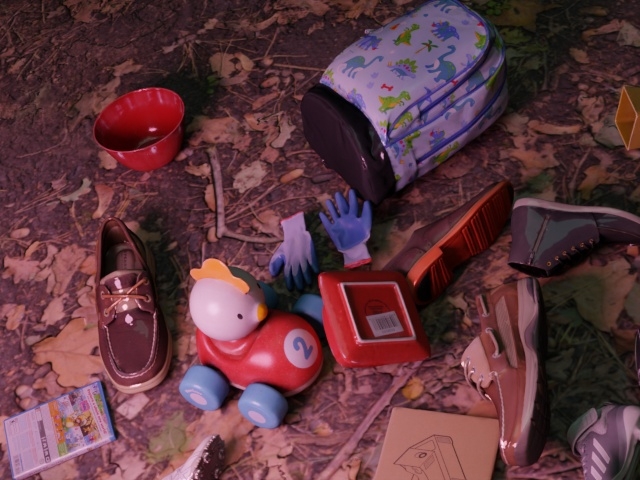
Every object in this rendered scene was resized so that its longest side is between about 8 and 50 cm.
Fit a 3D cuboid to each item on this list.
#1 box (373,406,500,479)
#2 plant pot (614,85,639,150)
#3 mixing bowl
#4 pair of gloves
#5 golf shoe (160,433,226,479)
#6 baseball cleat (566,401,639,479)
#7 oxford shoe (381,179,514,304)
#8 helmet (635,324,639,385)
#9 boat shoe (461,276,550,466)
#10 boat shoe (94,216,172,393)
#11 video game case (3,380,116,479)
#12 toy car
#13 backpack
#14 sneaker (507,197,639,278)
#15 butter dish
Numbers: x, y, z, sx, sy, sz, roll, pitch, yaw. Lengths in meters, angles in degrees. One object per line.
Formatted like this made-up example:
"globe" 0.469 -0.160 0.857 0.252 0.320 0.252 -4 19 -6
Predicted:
"box" 0.157 0.330 1.501 0.164 0.021 0.201 5 51 20
"plant pot" 0.563 -0.212 1.847 0.083 0.082 0.081 -4 46 -4
"mixing bowl" -0.334 -0.199 2.073 0.181 0.098 0.181 -9 46 9
"pair of gloves" 0.000 0.000 1.814 0.198 0.023 0.159 -21 52 15
"golf shoe" -0.204 0.350 1.557 0.086 0.069 0.176 8 50 30
"baseball cleat" 0.371 0.306 1.442 0.109 0.072 0.206 6 44 39
"oxford shoe" 0.209 -0.015 1.755 0.271 0.097 0.098 -41 45 -21
"helmet" 0.512 0.150 1.480 0.169 0.169 0.162 5 67 20
"boat shoe" 0.265 0.188 1.543 0.116 0.123 0.324 -6 38 16
"boat shoe" -0.325 0.096 1.781 0.123 0.123 0.342 -15 46 2
"video game case" -0.412 0.298 1.695 0.166 0.015 0.119 -23 46 -5
"toy car" -0.113 0.119 1.621 0.210 0.238 0.219 13 53 26
"backpack" 0.169 -0.262 1.908 0.355 0.273 0.290 -20 41 -17
"sneaker" 0.408 0.010 1.699 0.221 0.083 0.118 8 70 14
"butter dish" 0.064 0.136 1.645 0.160 0.118 0.160 0 57 -30
